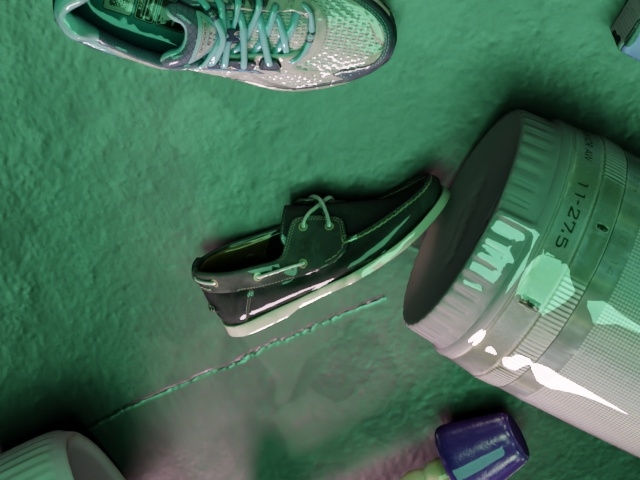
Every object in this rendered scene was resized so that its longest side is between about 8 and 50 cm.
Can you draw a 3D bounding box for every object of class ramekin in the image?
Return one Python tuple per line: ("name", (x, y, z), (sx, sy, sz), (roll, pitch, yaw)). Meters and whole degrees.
("ramekin", (-0.224, 0.267, 1.394), (0.109, 0.207, 0.207), (-32, 107, 4))

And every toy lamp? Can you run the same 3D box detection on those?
("toy lamp", (0.059, 0.235, 1.435), (0.275, 0.080, 0.080), (-26, 108, 13))

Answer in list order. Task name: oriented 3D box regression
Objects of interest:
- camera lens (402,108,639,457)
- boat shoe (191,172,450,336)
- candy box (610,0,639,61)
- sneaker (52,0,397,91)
("camera lens", (0.232, 0.042, 1.274), (0.274, 0.219, 0.219), (27, 110, -8))
("boat shoe", (0.000, 0.000, 1.339), (0.233, 0.084, 0.079), (-27, 109, 15))
("candy box", (0.354, -0.207, 1.250), (0.165, 0.070, 0.196), (26, 111, -8))
("sneaker", (-0.080, -0.165, 1.255), (0.283, 0.122, 0.110), (7, 111, -1))
